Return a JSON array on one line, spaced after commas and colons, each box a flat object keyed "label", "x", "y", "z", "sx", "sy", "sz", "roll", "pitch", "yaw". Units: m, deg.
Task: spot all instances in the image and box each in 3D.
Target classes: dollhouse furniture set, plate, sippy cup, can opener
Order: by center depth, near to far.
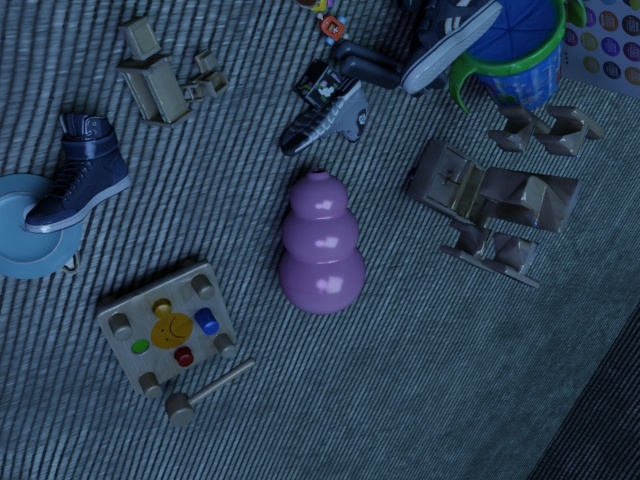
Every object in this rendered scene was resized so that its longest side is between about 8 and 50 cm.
[{"label": "plate", "x": -0.521, "y": -0.023, "z": 0.995, "sx": 0.188, "sy": 0.024, "sz": 0.188, "roll": -3, "pitch": 98, "yaw": -19}, {"label": "dollhouse furniture set", "x": -0.271, "y": -0.322, "z": 1.001, "sx": 0.161, "sy": 0.101, "sz": 0.182, "roll": -48, "pitch": 137, "yaw": -33}, {"label": "can opener", "x": 0.155, "y": -0.374, "z": 1.222, "sx": 0.280, "sy": 0.074, "sz": 0.093, "roll": 1, "pitch": 153, "yaw": -37}, {"label": "sippy cup", "x": 0.459, "y": -0.427, "z": 1.322, "sx": 0.224, "sy": 0.305, "sz": 0.240, "roll": 43, "pitch": 49, "yaw": -52}, {"label": "dollhouse furniture set", "x": 0.442, "y": -0.102, "z": 1.346, "sx": 0.256, "sy": 0.394, "sz": 0.362, "roll": 22, "pitch": 91, "yaw": -34}]

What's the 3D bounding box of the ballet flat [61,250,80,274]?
[{"label": "ballet flat", "x": -0.488, "y": -0.008, "z": 1.054, "sx": 0.057, "sy": 0.052, "sz": 0.168, "roll": -26, "pitch": 129, "yaw": -16}]

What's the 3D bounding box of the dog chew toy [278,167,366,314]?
[{"label": "dog chew toy", "x": 0.000, "y": 0.000, "z": 1.293, "sx": 0.206, "sy": 0.206, "sz": 0.332, "roll": -15, "pitch": 117, "yaw": -25}]

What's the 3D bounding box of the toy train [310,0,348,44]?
[{"label": "toy train", "x": 0.027, "y": -0.480, "z": 1.110, "sx": 0.125, "sy": 0.046, "sz": 0.166, "roll": 16, "pitch": 111, "yaw": -40}]

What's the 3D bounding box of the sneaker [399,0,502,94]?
[{"label": "sneaker", "x": 0.240, "y": -0.427, "z": 1.172, "sx": 0.321, "sy": 0.127, "sz": 0.126, "roll": -45, "pitch": 175, "yaw": -28}]

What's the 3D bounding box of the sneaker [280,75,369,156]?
[{"label": "sneaker", "x": 0.027, "y": -0.238, "z": 1.233, "sx": 0.228, "sy": 0.086, "sz": 0.132, "roll": -45, "pitch": 135, "yaw": -3}]

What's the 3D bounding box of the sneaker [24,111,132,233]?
[{"label": "sneaker", "x": -0.424, "y": -0.125, "z": 0.955, "sx": 0.226, "sy": 0.086, "sz": 0.163, "roll": -55, "pitch": 150, "yaw": -49}]

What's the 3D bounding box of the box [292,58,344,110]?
[{"label": "box", "x": -0.005, "y": -0.323, "z": 1.171, "sx": 0.052, "sy": 0.062, "sz": 0.083, "roll": 34, "pitch": 97, "yaw": -40}]

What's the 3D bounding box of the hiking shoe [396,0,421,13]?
[{"label": "hiking shoe", "x": 0.233, "y": -0.598, "z": 1.104, "sx": 0.132, "sy": 0.113, "sz": 0.304, "roll": 6, "pitch": 116, "yaw": -12}]

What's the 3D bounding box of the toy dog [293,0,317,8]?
[{"label": "toy dog", "x": -0.039, "y": -0.499, "z": 0.917, "sx": 0.333, "sy": 0.161, "sz": 0.220, "roll": -9, "pitch": 121, "yaw": -26}]

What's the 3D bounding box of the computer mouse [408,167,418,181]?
[{"label": "computer mouse", "x": 0.319, "y": -0.138, "z": 1.524, "sx": 0.242, "sy": 0.041, "sz": 0.071, "roll": 25, "pitch": 90, "yaw": -34}]

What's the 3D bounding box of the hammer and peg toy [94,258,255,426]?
[{"label": "hammer and peg toy", "x": -0.312, "y": 0.230, "z": 1.270, "sx": 0.266, "sy": 0.127, "sz": 0.361, "roll": -27, "pitch": 129, "yaw": -20}]

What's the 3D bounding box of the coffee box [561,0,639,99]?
[{"label": "coffee box", "x": 0.763, "y": -0.590, "z": 1.331, "sx": 0.338, "sy": 0.334, "sz": 0.338, "roll": -38, "pitch": 132, "yaw": -7}]
